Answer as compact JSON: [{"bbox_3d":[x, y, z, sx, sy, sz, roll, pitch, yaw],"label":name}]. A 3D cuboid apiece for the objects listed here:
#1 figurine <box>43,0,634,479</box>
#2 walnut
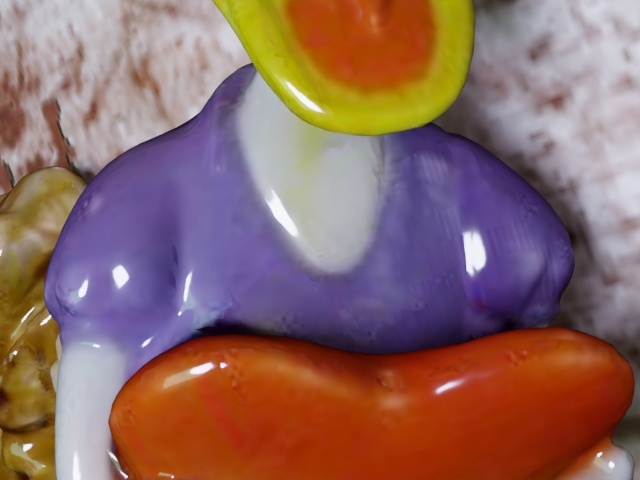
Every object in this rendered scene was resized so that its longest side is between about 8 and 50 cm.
[{"bbox_3d":[0.001,0.006,0.400,0.193,0.154,0.421,-111,20,-54],"label":"figurine"},{"bbox_3d":[-0.103,0.060,0.567,0.143,0.069,0.170,32,128,30],"label":"walnut"}]
